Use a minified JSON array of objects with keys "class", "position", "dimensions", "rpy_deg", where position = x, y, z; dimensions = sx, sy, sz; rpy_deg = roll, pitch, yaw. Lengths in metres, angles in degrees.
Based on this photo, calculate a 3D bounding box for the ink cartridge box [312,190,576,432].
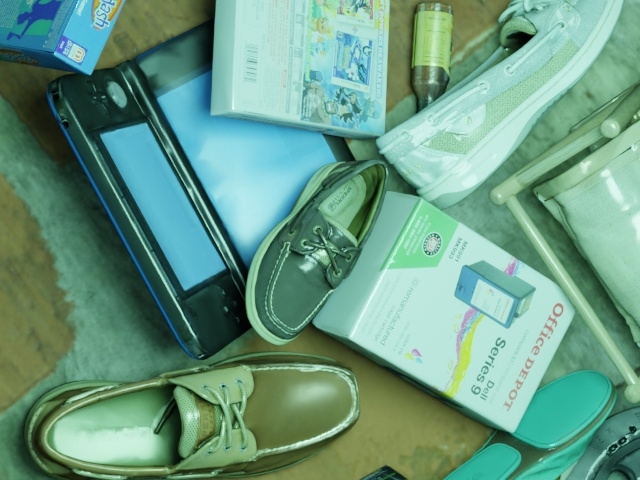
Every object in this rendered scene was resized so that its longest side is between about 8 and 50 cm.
[{"class":"ink cartridge box","position":[0.126,0.071,1.635],"dimensions":[0.212,0.093,0.154],"rpy_deg":[32,82,-24]}]

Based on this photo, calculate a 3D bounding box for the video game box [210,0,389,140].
[{"class":"video game box","position":[-0.017,-0.211,1.638],"dimensions":[0.187,0.048,0.205],"rpy_deg":[7,83,-34]}]

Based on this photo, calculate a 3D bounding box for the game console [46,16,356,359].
[{"class":"game console","position":[-0.088,-0.067,1.600],"dimensions":[0.173,0.250,0.293],"rpy_deg":[-29,91,17]}]

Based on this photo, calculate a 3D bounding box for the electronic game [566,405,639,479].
[{"class":"electronic game","position":[0.350,0.282,1.705],"dimensions":[0.229,0.048,0.229],"rpy_deg":[0,84,-2]}]

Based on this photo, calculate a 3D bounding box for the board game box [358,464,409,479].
[{"class":"board game box","position":[0.097,0.306,1.614],"dimensions":[0.048,0.141,0.170],"rpy_deg":[-31,91,-8]}]

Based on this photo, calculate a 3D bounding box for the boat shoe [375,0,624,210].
[{"class":"boat shoe","position":[0.186,-0.171,1.661],"dimensions":[0.103,0.118,0.320],"rpy_deg":[45,75,-10]}]

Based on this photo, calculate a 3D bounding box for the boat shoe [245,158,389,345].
[{"class":"boat shoe","position":[0.001,0.000,1.576],"dimensions":[0.080,0.073,0.223],"rpy_deg":[43,50,-17]}]

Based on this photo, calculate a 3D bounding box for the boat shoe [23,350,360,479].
[{"class":"boat shoe","position":[-0.119,0.178,1.598],"dimensions":[0.324,0.120,0.122],"rpy_deg":[-9,88,-10]}]

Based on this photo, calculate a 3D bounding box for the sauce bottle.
[{"class":"sauce bottle","position":[0.112,-0.177,1.701],"dimensions":[0.042,0.042,0.128],"rpy_deg":[5,88,-9]}]

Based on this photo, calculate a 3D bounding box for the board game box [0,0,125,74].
[{"class":"board game box","position":[-0.251,-0.242,1.564],"dimensions":[0.047,0.210,0.160],"rpy_deg":[29,82,-39]}]

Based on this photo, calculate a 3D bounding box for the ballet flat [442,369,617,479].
[{"class":"ballet flat","position":[0.202,0.224,1.666],"dimensions":[0.247,0.083,0.087],"rpy_deg":[-35,133,-27]}]

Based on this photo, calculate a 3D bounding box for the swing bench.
[{"class":"swing bench","position":[0.345,-0.022,1.652],"dimensions":[0.253,0.165,0.255],"rpy_deg":[56,42,-1]}]
